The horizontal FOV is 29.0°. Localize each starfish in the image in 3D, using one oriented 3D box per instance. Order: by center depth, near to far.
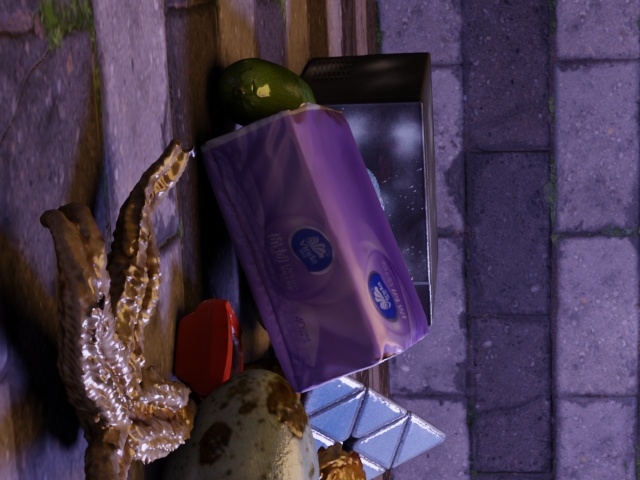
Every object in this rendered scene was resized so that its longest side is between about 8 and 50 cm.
[{"bbox_3d":[-0.168,0.079,1.091,0.432,0.082,0.324,-53,143,-79],"label":"starfish"}]

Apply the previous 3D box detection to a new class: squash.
[{"bbox_3d":[-0.067,-0.195,1.722,0.378,0.101,0.101,3,86,-78],"label":"squash"}]

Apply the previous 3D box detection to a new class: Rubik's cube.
[{"bbox_3d":[0.007,0.265,1.847,0.228,0.233,0.229,-32,99,-55],"label":"Rubik's cube"}]

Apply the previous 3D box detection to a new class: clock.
[{"bbox_3d":[-0.126,0.142,1.451,0.155,0.061,0.113,75,17,-70],"label":"clock"}]

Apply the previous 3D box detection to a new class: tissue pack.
[{"bbox_3d":[0.000,0.000,1.585,0.338,0.160,0.242,69,17,0],"label":"tissue pack"}]

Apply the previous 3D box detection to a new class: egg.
[{"bbox_3d":[-0.083,0.251,1.321,0.169,0.169,0.231,9,95,-81],"label":"egg"}]

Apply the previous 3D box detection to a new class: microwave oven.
[{"bbox_3d":[0.093,-0.101,2.299,0.374,0.236,0.432,-71,159,-65],"label":"microwave oven"}]

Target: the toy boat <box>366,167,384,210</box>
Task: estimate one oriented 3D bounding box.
[{"bbox_3d":[0.001,0.014,2.063,0.215,0.123,0.330,-13,112,-47],"label":"toy boat"}]

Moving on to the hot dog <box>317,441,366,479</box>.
[{"bbox_3d":[0.005,0.381,1.511,0.175,0.114,0.259,-4,82,-54],"label":"hot dog"}]

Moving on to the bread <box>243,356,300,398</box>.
[{"bbox_3d":[-0.082,0.256,1.616,0.235,0.099,0.210,75,18,-78],"label":"bread"}]

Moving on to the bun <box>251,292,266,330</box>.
[{"bbox_3d":[-0.034,0.052,1.799,0.220,0.134,0.220,10,77,-51],"label":"bun"}]
